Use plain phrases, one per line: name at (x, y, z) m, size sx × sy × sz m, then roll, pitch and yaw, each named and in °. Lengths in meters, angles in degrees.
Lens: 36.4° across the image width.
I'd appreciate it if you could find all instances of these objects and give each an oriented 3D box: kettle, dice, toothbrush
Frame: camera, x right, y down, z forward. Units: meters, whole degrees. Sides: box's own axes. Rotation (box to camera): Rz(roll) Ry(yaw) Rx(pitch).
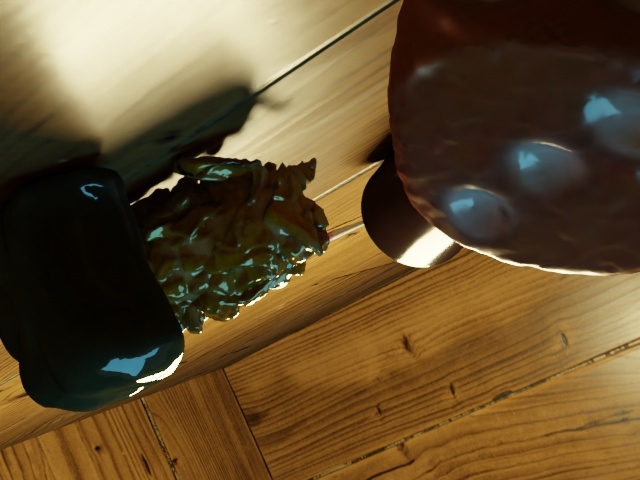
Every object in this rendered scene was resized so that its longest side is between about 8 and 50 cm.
kettle at (0.163, -0.084, 1.111) m, size 0.202 × 0.144 × 0.232 m, roll -43°, pitch 177°, yaw -24°
dice at (0.147, -0.095, 0.535) m, size 0.179 × 0.175 × 0.174 m, roll 10°, pitch 142°, yaw 19°
toothbrush at (0.000, 0.000, 1.560) m, size 0.286 × 0.020 × 0.025 m, roll -24°, pitch 164°, yaw -11°

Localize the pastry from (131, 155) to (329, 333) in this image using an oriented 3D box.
pastry at (-0.111, 0.003, 0.848) m, size 0.250 × 0.154 × 0.102 m, roll -33°, pitch -161°, yaw 12°

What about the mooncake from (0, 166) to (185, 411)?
mooncake at (-0.172, 0.037, 0.705) m, size 0.104 × 0.175 × 0.168 m, roll -10°, pitch 126°, yaw -41°
